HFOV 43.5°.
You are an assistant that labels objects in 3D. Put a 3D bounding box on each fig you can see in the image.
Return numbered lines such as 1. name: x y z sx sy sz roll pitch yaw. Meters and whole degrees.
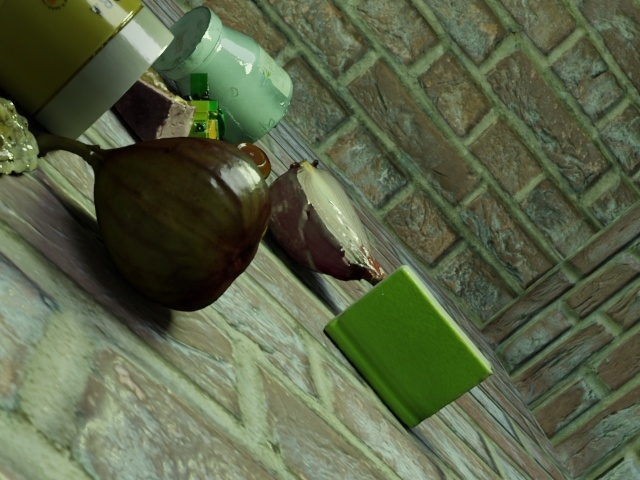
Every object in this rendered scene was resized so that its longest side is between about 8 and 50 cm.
1. fig: -0.226 -0.060 0.987 0.321 0.217 0.217 30 8 6

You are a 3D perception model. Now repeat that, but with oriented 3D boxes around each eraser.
1. eraser: 0.173 0.212 1.573 0.274 0.210 0.092 52 9 0

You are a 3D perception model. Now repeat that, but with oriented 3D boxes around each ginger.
1. ginger: -0.391 -0.361 1.705 0.133 0.059 0.214 26 23 -48

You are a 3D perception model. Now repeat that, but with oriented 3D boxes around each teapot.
1. teapot: -0.180 -0.186 1.933 0.129 0.078 0.098 39 49 8

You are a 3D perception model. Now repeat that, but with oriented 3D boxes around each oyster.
1. oyster: -0.376 -0.144 0.897 0.132 0.072 0.209 58 11 29

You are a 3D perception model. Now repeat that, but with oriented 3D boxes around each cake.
1. cake: -0.346 -0.285 1.492 0.295 0.113 0.116 46 7 14

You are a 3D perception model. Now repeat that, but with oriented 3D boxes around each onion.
1. onion: 0.000 0.000 1.774 0.348 0.159 0.267 58 23 10

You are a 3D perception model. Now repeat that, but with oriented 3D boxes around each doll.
1. doll: -0.254 -0.248 1.690 0.186 0.106 0.134 -95 -172 -48

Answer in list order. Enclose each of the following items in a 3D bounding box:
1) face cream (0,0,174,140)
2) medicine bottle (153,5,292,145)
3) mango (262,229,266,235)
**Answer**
1. face cream: -0.339 -0.266 1.084 0.179 0.218 0.218 45 11 -20
2. medicine bottle: -0.246 -0.407 1.983 0.290 0.245 0.245 39 14 -41
3. mango: -0.155 -0.054 1.455 0.137 0.098 0.195 46 5 2
